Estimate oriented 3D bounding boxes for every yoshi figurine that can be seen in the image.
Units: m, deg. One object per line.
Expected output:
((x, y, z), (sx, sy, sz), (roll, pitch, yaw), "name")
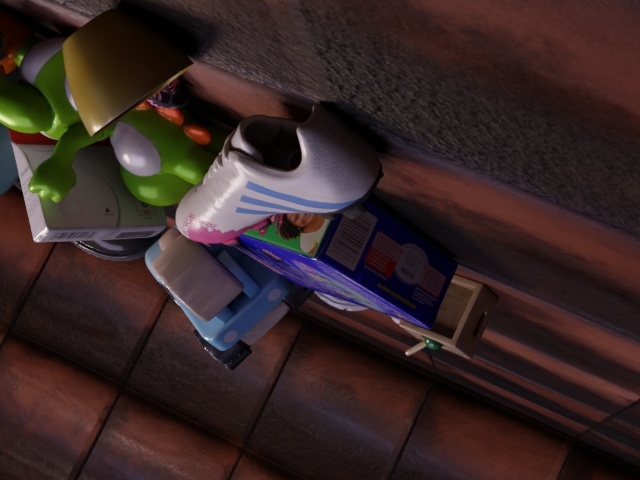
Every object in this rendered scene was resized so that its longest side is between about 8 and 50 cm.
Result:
((-0.297, -0.146, 1.325), (0.362, 0.203, 0.203), (24, -173, -5), "yoshi figurine")

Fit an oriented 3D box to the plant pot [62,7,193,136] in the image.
((-0.216, -0.187, 1.055), (0.095, 0.134, 0.134), (54, 165, -11), "plant pot")

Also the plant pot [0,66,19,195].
((-0.581, -0.170, 1.396), (0.290, 0.290, 0.195), (24, -161, 13), "plant pot")

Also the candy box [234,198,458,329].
((0.000, 0.000, 1.489), (0.317, 0.122, 0.268), (15, 167, 47), "candy box")

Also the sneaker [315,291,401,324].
((0.103, 0.087, 1.852), (0.263, 0.099, 0.121), (17, 162, 10), "sneaker")

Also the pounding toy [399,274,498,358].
((0.199, 0.131, 1.620), (0.130, 0.141, 0.100), (19, 169, 37), "pounding toy")

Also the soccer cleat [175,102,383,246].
((-0.077, -0.084, 1.159), (0.331, 0.116, 0.143), (-11, 133, 43), "soccer cleat")

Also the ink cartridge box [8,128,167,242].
((-0.329, -0.113, 1.390), (0.189, 0.232, 0.066), (-4, 164, -42), "ink cartridge box")

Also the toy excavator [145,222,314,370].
((-0.198, 0.051, 1.718), (0.433, 0.222, 0.445), (47, -179, 43), "toy excavator")

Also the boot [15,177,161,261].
((-0.472, -0.149, 1.702), (0.367, 0.146, 0.445), (30, 163, 13), "boot")

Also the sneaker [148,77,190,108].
((-0.188, -0.192, 1.177), (0.057, 0.047, 0.119), (4, 161, 37), "sneaker")

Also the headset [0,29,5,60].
((-0.548, -0.231, 1.150), (0.394, 0.185, 0.243), (-16, 175, 15), "headset")
